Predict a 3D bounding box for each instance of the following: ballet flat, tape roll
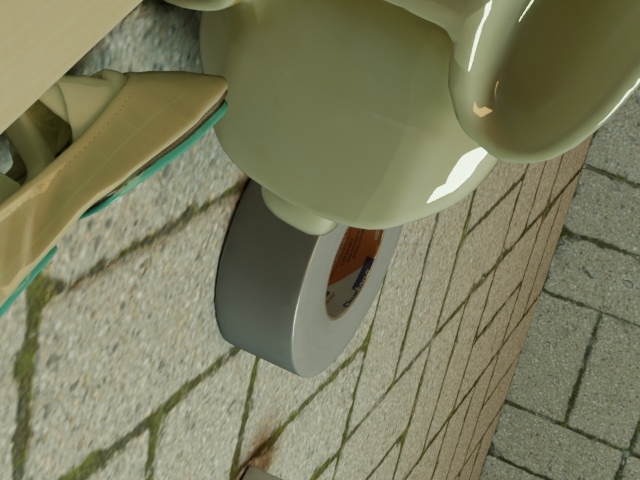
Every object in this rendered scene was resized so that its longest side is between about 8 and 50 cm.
[{"bbox_3d":[-0.135,-0.027,0.493,0.248,0.086,0.086,-51,155,-36],"label":"ballet flat"},{"bbox_3d":[0.000,0.000,0.901,0.219,0.072,0.219,-55,158,-34],"label":"tape roll"}]

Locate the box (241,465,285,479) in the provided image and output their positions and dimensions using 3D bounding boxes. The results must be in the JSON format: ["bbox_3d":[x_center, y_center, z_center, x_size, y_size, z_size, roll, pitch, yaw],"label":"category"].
[{"bbox_3d":[-0.044,0.294,1.063,0.102,0.101,0.087,-61,160,-24],"label":"box"}]

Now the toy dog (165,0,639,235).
[{"bbox_3d":[0.109,-0.213,0.651,0.408,0.285,0.395,-57,159,-36],"label":"toy dog"}]

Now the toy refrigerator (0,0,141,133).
[{"bbox_3d":[-0.153,-0.085,0.356,0.269,0.094,0.102,-55,151,-35],"label":"toy refrigerator"}]
